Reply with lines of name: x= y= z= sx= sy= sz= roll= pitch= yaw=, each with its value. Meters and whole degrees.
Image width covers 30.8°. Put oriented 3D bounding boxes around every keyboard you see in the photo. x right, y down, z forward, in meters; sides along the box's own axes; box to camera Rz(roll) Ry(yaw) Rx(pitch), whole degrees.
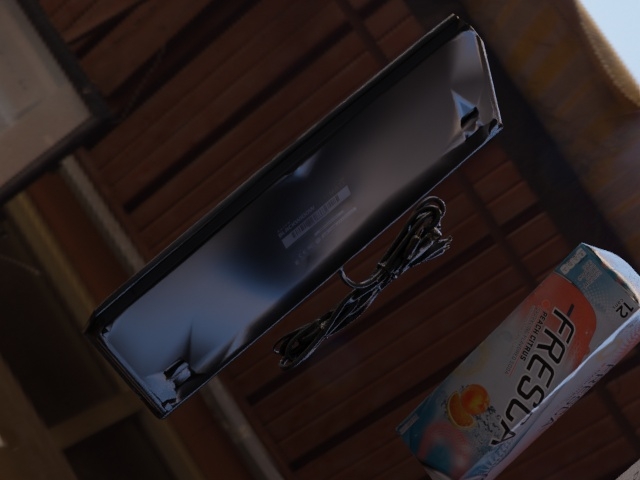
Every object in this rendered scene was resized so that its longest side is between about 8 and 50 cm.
keyboard: x=0.000 y=0.000 z=0.779 sx=0.317 sy=0.201 sz=0.033 roll=-39 pitch=-127 yaw=-11

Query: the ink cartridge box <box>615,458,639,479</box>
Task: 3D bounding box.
ink cartridge box: x=0.153 y=0.213 z=0.572 sx=0.093 sy=0.160 sz=0.219 roll=24 pitch=-31 yaw=4

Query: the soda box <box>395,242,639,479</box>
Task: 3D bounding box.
soda box: x=0.137 y=0.086 z=0.761 sx=0.183 sy=0.063 sz=0.058 roll=-49 pitch=-120 yaw=19
